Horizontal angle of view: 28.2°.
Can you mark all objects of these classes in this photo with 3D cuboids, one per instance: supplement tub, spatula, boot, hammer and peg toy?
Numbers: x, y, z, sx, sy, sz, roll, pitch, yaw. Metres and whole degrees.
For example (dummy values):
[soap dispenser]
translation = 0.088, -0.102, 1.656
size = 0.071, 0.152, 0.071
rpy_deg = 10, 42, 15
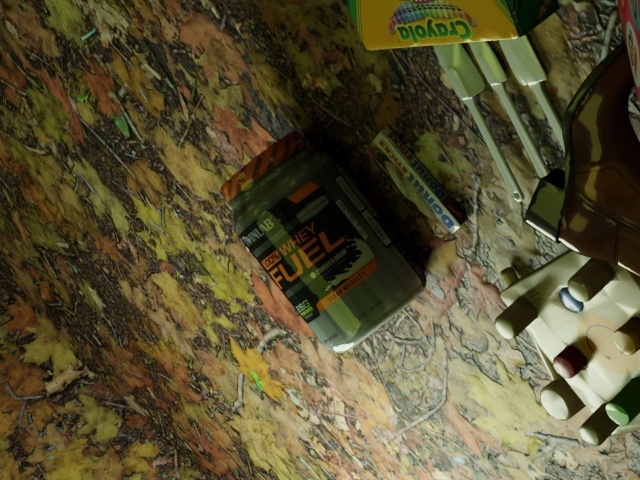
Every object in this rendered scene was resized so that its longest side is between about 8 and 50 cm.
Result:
[supplement tub]
translation = 0.000, 0.000, 1.959
size = 0.316, 0.193, 0.193
rpy_deg = 52, 151, 1
[spatula]
translation = 0.245, -0.159, 1.615
size = 0.168, 0.019, 0.242
rpy_deg = -10, 115, 52
[boot]
translation = 0.394, -0.058, 1.422
size = 0.280, 0.096, 0.264
rpy_deg = 29, 116, 19
[hammer and peg toy]
translation = 0.347, 0.140, 1.682
size = 0.266, 0.127, 0.361
rpy_deg = 52, 151, 0

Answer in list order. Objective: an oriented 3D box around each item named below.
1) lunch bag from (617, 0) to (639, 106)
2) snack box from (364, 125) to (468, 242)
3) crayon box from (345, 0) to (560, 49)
[lunch bag]
translation = 0.346, -0.196, 1.153
size = 0.293, 0.120, 0.258
rpy_deg = 70, -166, -52
[snack box]
translation = 0.138, -0.081, 1.846
size = 0.178, 0.022, 0.064
rpy_deg = 50, 150, 5
[crayon box]
translation = 0.136, -0.323, 1.518
size = 0.278, 0.081, 0.165
rpy_deg = 6, 127, 53
